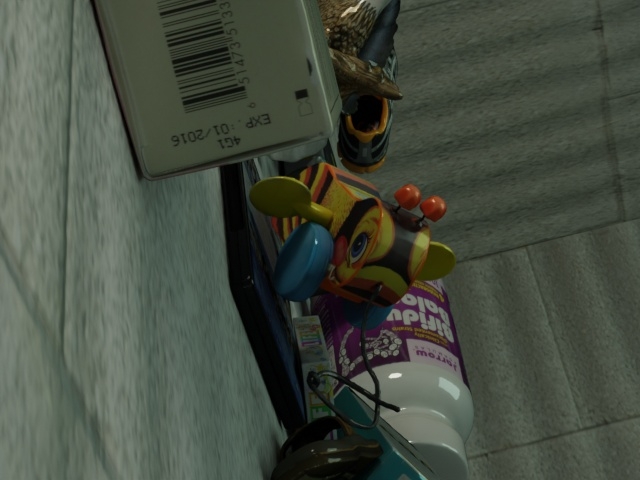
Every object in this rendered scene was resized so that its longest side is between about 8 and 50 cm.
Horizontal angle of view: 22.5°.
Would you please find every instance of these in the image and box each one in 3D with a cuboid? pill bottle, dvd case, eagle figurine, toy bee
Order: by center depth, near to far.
[{"bbox_3d":[0.049,0.007,1.392,0.195,0.162,0.298,12,31,-44],"label":"toy bee"},{"bbox_3d":[-0.055,0.020,1.445,0.253,0.022,0.180,-99,173,-50],"label":"dvd case"},{"bbox_3d":[0.010,-0.247,1.826,0.298,0.225,0.226,-106,-174,-58],"label":"eagle figurine"},{"bbox_3d":[0.084,0.162,1.842,0.301,0.169,0.169,-100,174,-49],"label":"pill bottle"}]

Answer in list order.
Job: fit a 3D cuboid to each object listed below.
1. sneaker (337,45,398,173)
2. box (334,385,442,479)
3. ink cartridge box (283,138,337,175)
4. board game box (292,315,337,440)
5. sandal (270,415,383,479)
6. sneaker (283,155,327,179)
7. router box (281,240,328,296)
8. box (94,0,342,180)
[{"bbox_3d":[0.058,-0.194,1.987,0.083,0.084,0.215,95,-8,-73],"label":"sneaker"},{"bbox_3d":[0.059,0.215,1.513,0.100,0.060,0.244,43,0,-11],"label":"box"},{"bbox_3d":[0.011,-0.003,2.140,0.307,0.072,0.304,-101,176,-59],"label":"ink cartridge box"},{"bbox_3d":[-0.005,0.140,1.505,0.154,0.026,0.103,-107,-168,-77],"label":"board game box"},{"bbox_3d":[-0.005,0.178,1.327,0.060,0.090,0.219,55,6,14],"label":"sandal"},{"bbox_3d":[-0.003,-0.014,1.866,0.065,0.076,0.166,75,-6,-64],"label":"sneaker"},{"bbox_3d":[0.000,0.000,1.774,0.038,0.092,0.122,-97,173,-60],"label":"router box"},{"bbox_3d":[-0.064,-0.135,1.094,0.232,0.126,0.149,-78,154,-82],"label":"box"}]
